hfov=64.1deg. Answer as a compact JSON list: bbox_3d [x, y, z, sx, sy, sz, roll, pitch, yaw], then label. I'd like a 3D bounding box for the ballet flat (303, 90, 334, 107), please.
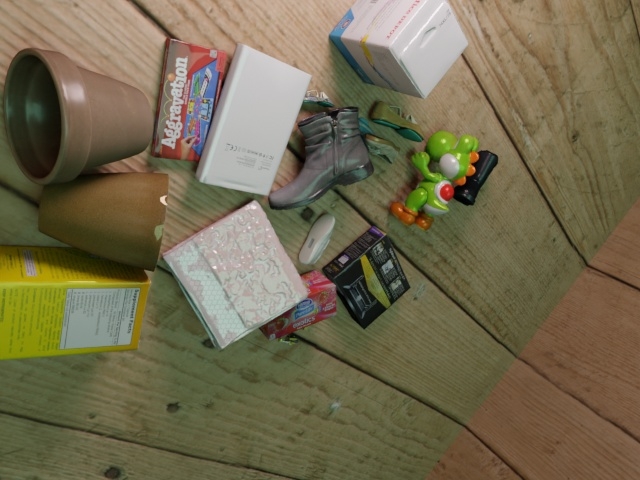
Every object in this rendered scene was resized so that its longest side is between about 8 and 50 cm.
[{"bbox_3d":[-0.006,-0.403,1.446,0.114,0.041,0.041,-1,114,-36],"label":"ballet flat"}]

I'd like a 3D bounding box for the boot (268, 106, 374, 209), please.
[{"bbox_3d":[-0.026,-0.241,1.464,0.338,0.118,0.223,-26,117,-7],"label":"boot"}]

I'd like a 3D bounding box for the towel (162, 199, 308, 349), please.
[{"bbox_3d":[-0.235,0.099,1.459,0.317,0.053,0.332,-32,104,-18],"label":"towel"}]

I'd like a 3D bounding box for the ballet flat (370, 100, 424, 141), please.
[{"bbox_3d":[0.258,-0.379,1.623,0.232,0.080,0.073,14,90,-41],"label":"ballet flat"}]

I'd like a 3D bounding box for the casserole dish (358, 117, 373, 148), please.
[{"bbox_3d":[0.099,-0.290,1.582,0.114,0.037,0.188,27,96,-42],"label":"casserole dish"}]

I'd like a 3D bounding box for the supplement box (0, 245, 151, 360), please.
[{"bbox_3d":[-0.614,0.139,1.200,0.356,0.195,0.194,4,112,-36],"label":"supplement box"}]

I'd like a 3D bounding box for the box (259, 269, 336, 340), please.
[{"bbox_3d":[-0.086,0.204,1.652,0.256,0.128,0.123,-17,121,-27],"label":"box"}]

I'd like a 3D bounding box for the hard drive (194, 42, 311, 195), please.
[{"bbox_3d":[-0.176,-0.305,1.355,0.233,0.047,0.353,8,110,-46],"label":"hard drive"}]

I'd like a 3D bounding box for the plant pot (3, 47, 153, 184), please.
[{"bbox_3d":[-0.490,-0.251,1.071,0.229,0.263,0.263,-13,122,-52],"label":"plant pot"}]

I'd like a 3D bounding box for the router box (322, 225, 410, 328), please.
[{"bbox_3d":[0.172,0.137,1.831,0.243,0.081,0.309,-39,130,-12],"label":"router box"}]

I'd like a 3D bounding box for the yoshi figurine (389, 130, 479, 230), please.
[{"bbox_3d":[0.388,-0.226,1.766,0.203,0.203,0.362,33,111,-2],"label":"yoshi figurine"}]

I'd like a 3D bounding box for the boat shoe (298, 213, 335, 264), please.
[{"bbox_3d":[0.000,0.000,1.651,0.063,0.066,0.184,16,102,-54],"label":"boat shoe"}]

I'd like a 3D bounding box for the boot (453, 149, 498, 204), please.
[{"bbox_3d":[0.560,-0.233,1.851,0.207,0.094,0.246,-62,167,8],"label":"boot"}]

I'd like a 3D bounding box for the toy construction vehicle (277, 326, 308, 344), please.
[{"bbox_3d":[-0.094,0.320,1.771,0.098,0.035,0.086,18,103,-40],"label":"toy construction vehicle"}]

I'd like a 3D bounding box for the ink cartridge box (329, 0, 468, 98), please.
[{"bbox_3d":[0.206,-0.538,1.368,0.198,0.270,0.197,-51,132,-1],"label":"ink cartridge box"}]

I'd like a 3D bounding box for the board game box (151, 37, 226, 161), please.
[{"bbox_3d":[-0.326,-0.337,1.262,0.145,0.027,0.281,1,113,-35],"label":"board game box"}]

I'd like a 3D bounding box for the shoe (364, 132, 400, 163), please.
[{"bbox_3d":[0.192,-0.282,1.586,0.219,0.076,0.058,6,108,-62],"label":"shoe"}]

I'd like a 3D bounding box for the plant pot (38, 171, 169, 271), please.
[{"bbox_3d":[-0.498,-0.058,1.177,0.254,0.237,0.237,8,110,-23],"label":"plant pot"}]
